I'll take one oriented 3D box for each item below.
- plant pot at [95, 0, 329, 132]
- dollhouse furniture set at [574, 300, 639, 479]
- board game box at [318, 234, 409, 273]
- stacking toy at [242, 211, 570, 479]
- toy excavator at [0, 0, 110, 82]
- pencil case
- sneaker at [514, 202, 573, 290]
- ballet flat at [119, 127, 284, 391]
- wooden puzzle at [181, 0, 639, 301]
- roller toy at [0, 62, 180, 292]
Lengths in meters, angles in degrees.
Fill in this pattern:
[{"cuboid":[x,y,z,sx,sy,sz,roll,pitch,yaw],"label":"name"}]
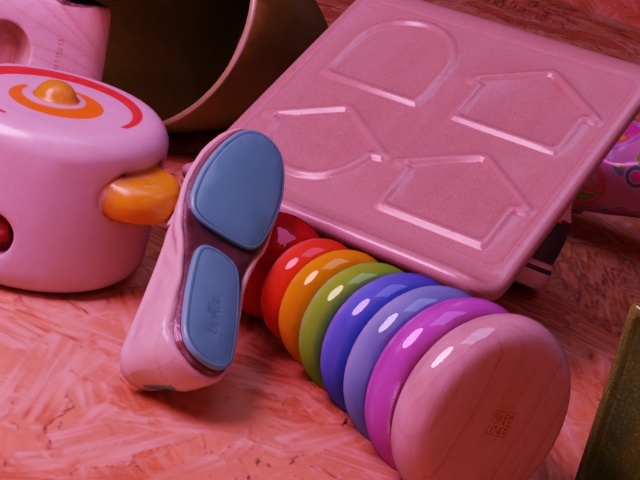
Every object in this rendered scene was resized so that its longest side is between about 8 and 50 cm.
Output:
[{"cuboid":[-0.111,-0.236,1.522,0.275,0.274,0.293,27,9,28],"label":"plant pot"},{"cuboid":[0.360,0.166,0.927,0.197,0.151,0.301,-4,28,-43],"label":"dollhouse furniture set"},{"cuboid":[0.000,0.000,1.247,0.147,0.045,0.193,13,20,-7],"label":"board game box"},{"cuboid":[0.029,0.059,1.007,0.141,0.141,0.330,1,22,-35],"label":"stacking toy"},{"cuboid":[-0.457,-0.212,1.293,0.433,0.222,0.445,2,12,-38],"label":"toy excavator"},{"cuboid":[0.356,-0.074,1.523,0.284,0.124,0.124,9,16,25],"label":"pencil case"},{"cuboid":[0.120,-0.074,1.387,0.321,0.127,0.126,30,9,29],"label":"sneaker"},{"cuboid":[-0.091,0.014,1.007,0.086,0.086,0.248,16,45,0],"label":"ballet flat"},{"cuboid":[0.098,-0.090,1.250,0.322,0.080,0.348,23,50,28],"label":"wooden puzzle"},{"cuboid":[-0.223,-0.058,1.090,0.191,0.146,0.209,6,23,-24],"label":"roller toy"}]
